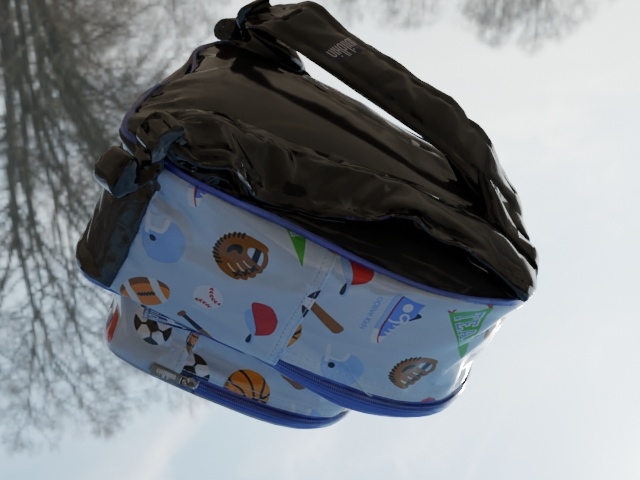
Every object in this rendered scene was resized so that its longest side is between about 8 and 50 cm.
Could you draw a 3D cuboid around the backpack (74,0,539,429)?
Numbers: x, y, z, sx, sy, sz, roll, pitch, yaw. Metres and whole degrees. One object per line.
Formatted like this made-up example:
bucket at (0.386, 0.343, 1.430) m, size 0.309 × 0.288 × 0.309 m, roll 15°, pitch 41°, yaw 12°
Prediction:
backpack at (0.000, 0.000, 0.608) m, size 0.263 × 0.213 × 0.276 m, roll 21°, pitch -147°, yaw 0°
